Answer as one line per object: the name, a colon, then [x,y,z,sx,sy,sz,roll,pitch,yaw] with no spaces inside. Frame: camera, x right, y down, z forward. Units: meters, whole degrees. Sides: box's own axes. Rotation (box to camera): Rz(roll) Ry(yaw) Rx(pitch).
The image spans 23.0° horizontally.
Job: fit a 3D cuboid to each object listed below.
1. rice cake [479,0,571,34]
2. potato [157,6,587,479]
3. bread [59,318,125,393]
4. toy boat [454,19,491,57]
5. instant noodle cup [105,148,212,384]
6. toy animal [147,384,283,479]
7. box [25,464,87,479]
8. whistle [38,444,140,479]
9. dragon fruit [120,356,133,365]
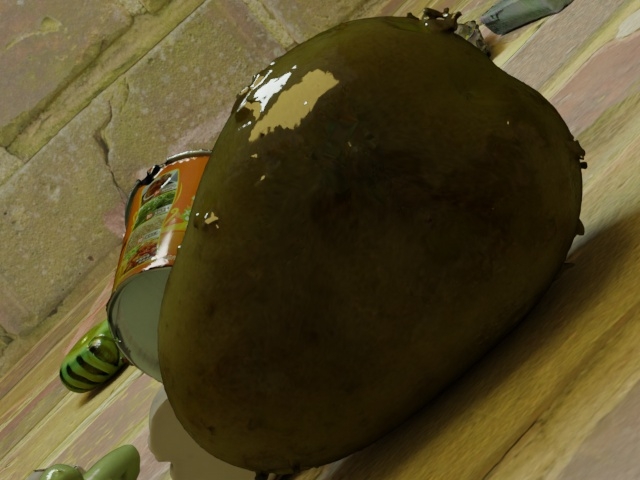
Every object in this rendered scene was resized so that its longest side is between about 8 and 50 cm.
rice cake: [0.272,-0.309,2.090,0.034,0.043,0.211,-53,12,-12]
potato: [0.015,0.001,1.157,0.359,0.270,0.219,-46,-6,4]
bread: [-0.332,0.173,2.360,0.139,0.071,0.130,-38,8,36]
toy boat: [0.194,-0.272,2.172,0.084,0.066,0.210,-39,10,17]
instant noodle cup: [-0.128,0.044,1.732,0.230,0.230,0.182,-37,22,33]
toy animal: [-0.055,0.120,1.337,0.178,0.127,0.193,-33,13,36]
box: [-0.375,0.385,1.663,0.343,0.065,0.200,-48,10,-24]
whistle: [-0.240,0.286,1.471,0.141,0.141,0.294,-34,-4,43]
dragon fruit: [-0.234,0.085,2.252,0.125,0.125,0.246,101,-177,-52]
